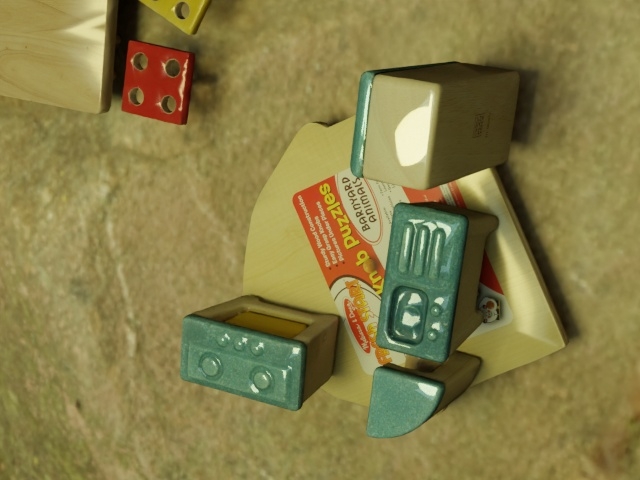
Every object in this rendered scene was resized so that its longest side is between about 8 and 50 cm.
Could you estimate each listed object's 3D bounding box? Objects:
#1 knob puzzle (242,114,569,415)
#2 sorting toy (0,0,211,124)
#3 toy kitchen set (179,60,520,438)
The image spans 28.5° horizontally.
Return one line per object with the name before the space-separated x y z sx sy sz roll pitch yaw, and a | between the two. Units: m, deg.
knob puzzle | 0.035 0.016 0.768 0.213 0.030 0.213 5 102 26
sorting toy | -0.174 -0.159 0.836 0.275 0.046 0.132 13 105 26
toy kitchen set | 0.000 0.000 0.695 0.166 0.122 0.207 13 105 25
